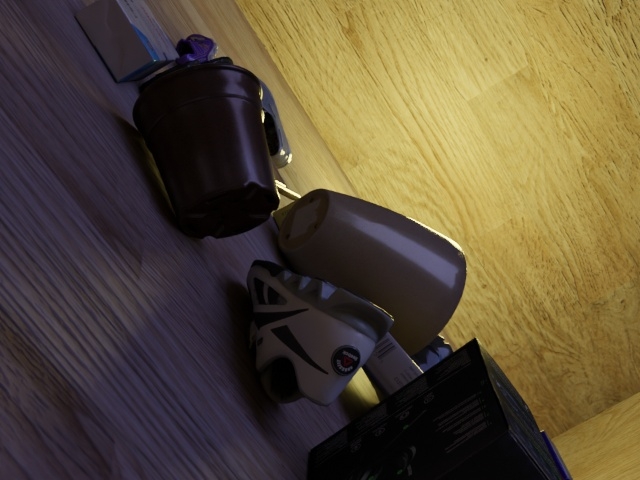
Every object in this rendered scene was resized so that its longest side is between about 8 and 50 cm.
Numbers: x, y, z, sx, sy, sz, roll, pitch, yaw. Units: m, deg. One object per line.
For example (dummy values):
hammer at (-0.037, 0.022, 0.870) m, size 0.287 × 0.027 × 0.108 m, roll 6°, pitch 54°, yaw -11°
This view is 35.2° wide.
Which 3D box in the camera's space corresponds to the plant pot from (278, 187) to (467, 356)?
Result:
plant pot at (0.066, 0.035, 1.749) m, size 0.274 × 0.256 × 0.256 m, roll 35°, pitch 19°, yaw -29°

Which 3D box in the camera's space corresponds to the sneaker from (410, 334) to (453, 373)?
sneaker at (0.196, 0.345, 1.817) m, size 0.140 × 0.125 × 0.340 m, roll -14°, pitch 84°, yaw -47°

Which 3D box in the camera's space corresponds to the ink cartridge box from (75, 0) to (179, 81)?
ink cartridge box at (-0.258, -0.276, 1.379) m, size 0.104 × 0.060 × 0.180 m, roll 58°, pitch 8°, yaw -7°

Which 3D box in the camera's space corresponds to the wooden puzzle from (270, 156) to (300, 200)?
wooden puzzle at (-0.137, -0.175, 1.866) m, size 0.238 × 0.044 × 0.221 m, roll 57°, pitch 8°, yaw 11°

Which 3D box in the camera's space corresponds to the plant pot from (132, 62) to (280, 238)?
plant pot at (-0.130, -0.102, 1.234) m, size 0.167 × 0.167 × 0.165 m, roll 44°, pitch 25°, yaw -63°

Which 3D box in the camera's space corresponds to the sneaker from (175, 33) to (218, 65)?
sneaker at (-0.227, -0.339, 1.800) m, size 0.071 × 0.068 × 0.170 m, roll 49°, pitch 12°, yaw -27°

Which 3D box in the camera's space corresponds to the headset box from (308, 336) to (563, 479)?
headset box at (0.118, 0.261, 1.062) m, size 0.131 × 0.246 × 0.283 m, roll 52°, pitch 8°, yaw -10°

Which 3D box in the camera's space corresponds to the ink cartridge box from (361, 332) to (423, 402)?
ink cartridge box at (0.166, 0.282, 1.599) m, size 0.303 × 0.072 × 0.307 m, roll 47°, pitch -6°, yaw 36°

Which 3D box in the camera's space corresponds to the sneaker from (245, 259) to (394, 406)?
sneaker at (-0.040, 0.114, 1.207) m, size 0.122 × 0.146 × 0.330 m, roll 31°, pitch -6°, yaw -17°

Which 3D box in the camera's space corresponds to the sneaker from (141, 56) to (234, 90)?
sneaker at (-0.180, -0.201, 1.521) m, size 0.130 × 0.109 × 0.286 m, roll 65°, pitch 16°, yaw -8°

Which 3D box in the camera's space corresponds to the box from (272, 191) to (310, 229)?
box at (0.000, 0.000, 1.901) m, size 0.232 × 0.087 × 0.058 m, roll 50°, pitch 15°, yaw -56°

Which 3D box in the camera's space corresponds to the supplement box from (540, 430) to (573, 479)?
supplement box at (0.378, 0.485, 1.991) m, size 0.111 × 0.220 × 0.113 m, roll 48°, pitch 16°, yaw -54°

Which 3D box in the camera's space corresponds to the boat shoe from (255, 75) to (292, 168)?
boat shoe at (-0.124, -0.257, 2.083) m, size 0.227 × 0.079 × 0.081 m, roll 65°, pitch 5°, yaw 16°
